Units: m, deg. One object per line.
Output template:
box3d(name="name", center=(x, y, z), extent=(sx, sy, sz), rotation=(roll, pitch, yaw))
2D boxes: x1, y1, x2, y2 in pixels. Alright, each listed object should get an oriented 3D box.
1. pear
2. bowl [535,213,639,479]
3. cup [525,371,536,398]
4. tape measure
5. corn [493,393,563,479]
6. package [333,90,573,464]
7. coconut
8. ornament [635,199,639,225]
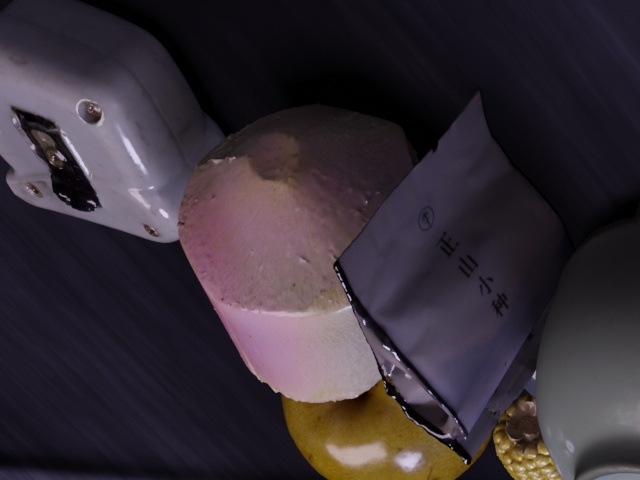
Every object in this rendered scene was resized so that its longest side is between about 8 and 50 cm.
box3d(name="pear", center=(0.070, 0.146, 1.869), extent=(0.209, 0.209, 0.209), rotation=(30, 155, 15))
box3d(name="bowl", center=(0.311, 0.161, 1.533), extent=(0.354, 0.185, 0.354), rotation=(23, 148, 16))
box3d(name="cup", center=(0.230, 0.128, 1.777), extent=(0.077, 0.078, 0.100), rotation=(40, 179, 4))
box3d(name="tape measure", center=(-0.227, -0.112, 1.890), extent=(0.258, 0.130, 0.265), rotation=(18, 150, 40))
box3d(name="corn", center=(0.246, 0.229, 1.887), extent=(0.093, 0.093, 0.244), rotation=(16, 158, 39))
box3d(name="package", center=(0.112, 0.033, 1.593), extent=(0.062, 0.204, 0.251), rotation=(11, 144, 44))
box3d(name="coconut", center=(0.000, 0.000, 1.685), extent=(0.233, 0.233, 0.245), rotation=(24, 153, 28))
box3d(name="ornament", center=(0.317, -0.087, 1.246), extent=(0.251, 0.106, 0.260), rotation=(20, 143, 18))
